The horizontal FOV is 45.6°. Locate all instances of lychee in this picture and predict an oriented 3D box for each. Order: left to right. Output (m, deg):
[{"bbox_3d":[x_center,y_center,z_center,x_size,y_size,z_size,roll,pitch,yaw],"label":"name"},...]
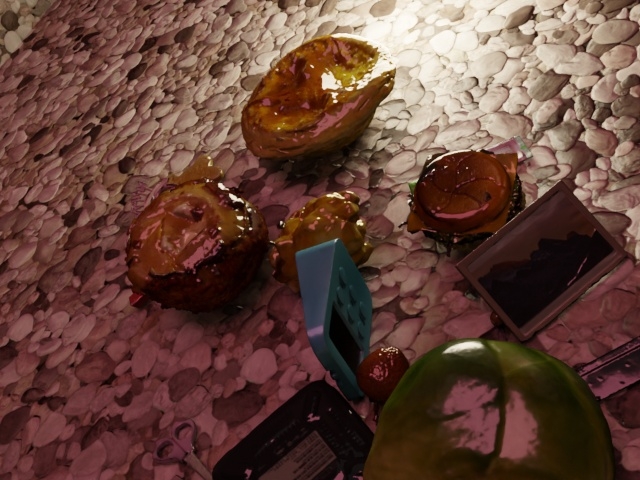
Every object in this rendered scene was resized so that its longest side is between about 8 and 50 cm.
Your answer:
[{"bbox_3d":[0.114,0.265,1.407,0.114,0.101,0.140,19,70,49],"label":"lychee"}]

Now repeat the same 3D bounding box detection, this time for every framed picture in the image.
[{"bbox_3d":[0.414,0.037,1.421,0.265,0.018,0.192,-39,79,-6],"label":"framed picture"}]

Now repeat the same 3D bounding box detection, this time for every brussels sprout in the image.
[{"bbox_3d":[0.249,0.315,1.173,0.371,0.276,0.315,-29,56,15],"label":"brussels sprout"}]

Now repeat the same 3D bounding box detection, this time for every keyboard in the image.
[{"bbox_3d":[0.535,0.200,1.278,0.231,0.023,0.072,-29,50,5],"label":"keyboard"}]

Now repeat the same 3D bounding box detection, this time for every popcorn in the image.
[{"bbox_3d":[0.000,0.004,1.648,0.253,0.191,0.190,-29,29,17],"label":"popcorn"}]

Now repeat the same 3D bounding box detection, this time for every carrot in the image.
[{"bbox_3d":[0.383,0.105,1.442,0.165,0.036,0.035,-41,44,-12],"label":"carrot"}]

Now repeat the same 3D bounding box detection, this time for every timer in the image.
[{"bbox_3d":[0.039,0.154,1.458,0.091,0.232,0.250,-17,46,12],"label":"timer"}]

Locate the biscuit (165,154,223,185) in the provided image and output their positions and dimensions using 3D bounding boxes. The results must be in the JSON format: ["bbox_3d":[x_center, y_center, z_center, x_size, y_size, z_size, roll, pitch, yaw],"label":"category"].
[{"bbox_3d":[-0.384,-0.146,2.114,0.234,0.030,0.153,-38,43,-5],"label":"biscuit"}]

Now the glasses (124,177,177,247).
[{"bbox_3d":[-0.463,-0.062,2.021,0.162,0.095,0.256,-16,61,25],"label":"glasses"}]

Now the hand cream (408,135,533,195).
[{"bbox_3d":[0.331,-0.160,1.706,0.275,0.050,0.079,-22,69,4],"label":"hand cream"}]

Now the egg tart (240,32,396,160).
[{"bbox_3d":[-0.001,-0.345,1.962,0.442,0.178,0.443,-18,45,19],"label":"egg tart"}]

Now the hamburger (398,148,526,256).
[{"bbox_3d":[0.295,-0.077,1.570,0.261,0.139,0.243,9,60,26],"label":"hamburger"}]

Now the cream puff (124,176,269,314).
[{"bbox_3d":[-0.274,0.020,1.756,0.350,0.229,0.351,-11,53,15],"label":"cream puff"}]

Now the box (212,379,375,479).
[{"bbox_3d":[-0.032,0.421,1.373,0.290,0.073,0.289,-39,43,-7],"label":"box"}]

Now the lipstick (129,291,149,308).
[{"bbox_3d":[-0.354,0.055,1.906,0.312,0.051,0.051,-43,46,-7],"label":"lipstick"}]

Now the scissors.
[{"bbox_3d":[-0.258,0.440,1.527,0.110,0.021,0.212,-45,44,-17],"label":"scissors"}]
